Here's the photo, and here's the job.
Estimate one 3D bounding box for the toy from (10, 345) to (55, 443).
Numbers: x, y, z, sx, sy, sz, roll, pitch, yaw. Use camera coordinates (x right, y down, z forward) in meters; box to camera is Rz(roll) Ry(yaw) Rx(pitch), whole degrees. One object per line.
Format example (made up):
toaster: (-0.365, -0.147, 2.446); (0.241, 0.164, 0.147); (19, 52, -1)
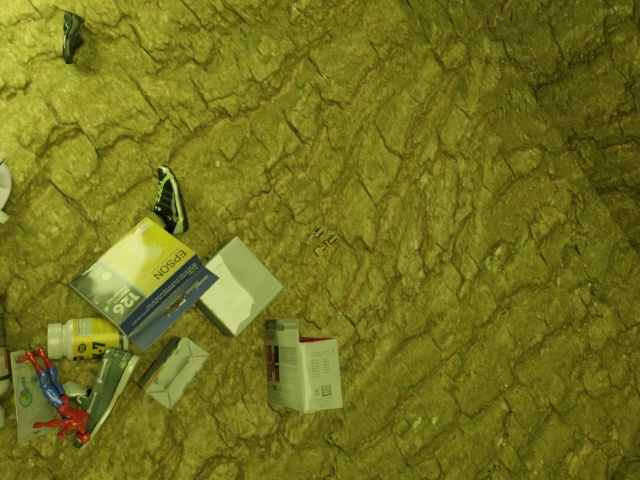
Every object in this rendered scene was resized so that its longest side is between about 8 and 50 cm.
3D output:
toy: (-0.801, 0.417, 1.519); (0.056, 0.137, 0.237); (-6, 85, 14)

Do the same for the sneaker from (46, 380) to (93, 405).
sneaker: (-0.698, 0.429, 1.581); (0.152, 0.053, 0.061); (9, 40, -37)

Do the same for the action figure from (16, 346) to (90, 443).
action figure: (-0.721, 0.439, 1.471); (0.139, 0.091, 0.280); (-38, 87, 6)

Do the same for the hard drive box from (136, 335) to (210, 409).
hard drive box: (-0.431, 0.378, 1.611); (0.089, 0.232, 0.181); (40, 68, -13)

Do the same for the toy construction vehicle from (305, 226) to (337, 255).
toy construction vehicle: (0.000, 0.000, 1.977); (0.086, 0.035, 0.098); (47, 69, -23)

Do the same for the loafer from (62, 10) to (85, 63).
loafer: (-0.761, -0.623, 1.713); (0.061, 0.062, 0.170); (4, 82, -29)

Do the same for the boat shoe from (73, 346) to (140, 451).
boat shoe: (-0.620, 0.439, 1.555); (0.099, 0.116, 0.319); (30, 97, -7)

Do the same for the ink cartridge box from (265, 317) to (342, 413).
ink cartridge box: (-0.062, 0.376, 1.734); (0.130, 0.309, 0.272); (-1, 83, -25)

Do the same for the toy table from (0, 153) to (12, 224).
toy table: (-0.952, -0.121, 1.487); (0.252, 0.161, 0.274); (31, 71, -22)

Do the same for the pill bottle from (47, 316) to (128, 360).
pill bottle: (-0.662, 0.280, 1.584); (0.208, 0.119, 0.119); (-1, 82, -24)

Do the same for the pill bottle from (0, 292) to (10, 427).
pill bottle: (-0.916, 0.308, 1.414); (0.210, 0.210, 0.363); (-7, 85, -25)

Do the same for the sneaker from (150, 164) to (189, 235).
sneaker: (-0.488, -0.122, 1.744); (0.097, 0.084, 0.234); (-17, 89, -24)

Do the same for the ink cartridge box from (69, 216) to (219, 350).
ink cartridge box: (-0.511, 0.115, 1.615); (0.307, 0.072, 0.303); (31, 61, 23)

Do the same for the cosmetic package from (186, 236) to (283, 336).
cosmetic package: (-0.283, 0.150, 1.765); (0.224, 0.138, 0.224); (49, 67, -9)
